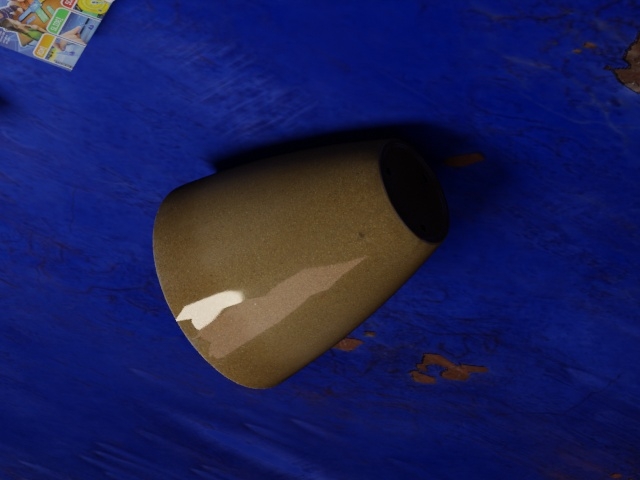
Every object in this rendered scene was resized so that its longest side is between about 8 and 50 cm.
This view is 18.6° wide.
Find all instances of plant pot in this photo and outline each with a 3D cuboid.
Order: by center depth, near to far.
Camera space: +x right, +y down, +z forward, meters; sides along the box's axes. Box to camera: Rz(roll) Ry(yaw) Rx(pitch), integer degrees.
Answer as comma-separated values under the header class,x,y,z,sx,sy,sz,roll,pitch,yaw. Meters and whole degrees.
class,x,y,z,sx,sy,sz,roll,pitch,yaw
plant pot,0.000,0.000,2.024,0.254,0.237,0.237,-26,137,30

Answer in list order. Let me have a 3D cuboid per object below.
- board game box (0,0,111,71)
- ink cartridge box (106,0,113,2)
class,x,y,z,sx,sy,sz,roll,pitch,yaw
board game box,-0.265,-0.237,1.814,0.136,0.035,0.201,20,152,-16
ink cartridge box,-0.229,-0.328,1.565,0.273,0.115,0.198,25,151,-23
